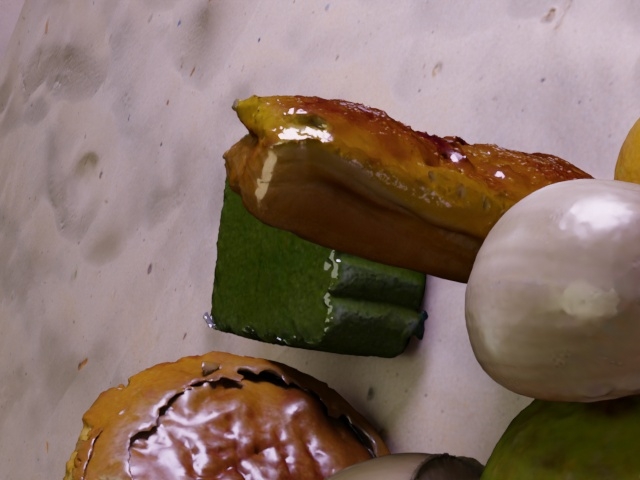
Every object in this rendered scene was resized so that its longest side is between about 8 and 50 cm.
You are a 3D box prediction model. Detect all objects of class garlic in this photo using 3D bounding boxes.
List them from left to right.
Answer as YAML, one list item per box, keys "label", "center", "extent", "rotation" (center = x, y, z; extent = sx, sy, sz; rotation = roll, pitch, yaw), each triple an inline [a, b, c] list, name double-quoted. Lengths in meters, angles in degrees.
- label: "garlic"
  center: [0.179, 0.042, 0.616]
  extent: [0.245, 0.164, 0.145]
  rotation: [160, 123, -70]

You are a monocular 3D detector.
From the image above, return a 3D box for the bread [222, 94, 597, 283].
- label: "bread"
  center: [0.092, -0.047, 0.761]
  extent: [0.109, 0.380, 0.185]
  rotation: [-64, 31, 21]

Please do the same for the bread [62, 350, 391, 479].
- label: "bread"
  center: [-0.087, 0.289, 0.923]
  extent: [0.204, 0.358, 0.337]
  rotation: [117, 166, -44]

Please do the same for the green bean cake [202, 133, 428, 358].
- label: "green bean cake"
  center: [0.000, 0.000, 1.030]
  extent: [0.247, 0.156, 0.250]
  rotation: [-1, 79, 50]

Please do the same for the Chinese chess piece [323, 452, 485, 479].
- label: "Chinese chess piece"
  center: [0.092, 0.331, 0.697]
  extent: [0.140, 0.338, 0.338]
  rotation: [-28, 59, 27]

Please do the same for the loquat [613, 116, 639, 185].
- label: "loquat"
  center: [0.318, -0.031, 0.641]
  extent: [0.208, 0.208, 0.208]
  rotation: [-16, 68, 46]

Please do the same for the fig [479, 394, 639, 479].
- label: "fig"
  center: [0.246, 0.245, 0.621]
  extent: [0.258, 0.258, 0.326]
  rotation: [-8, 97, 48]
